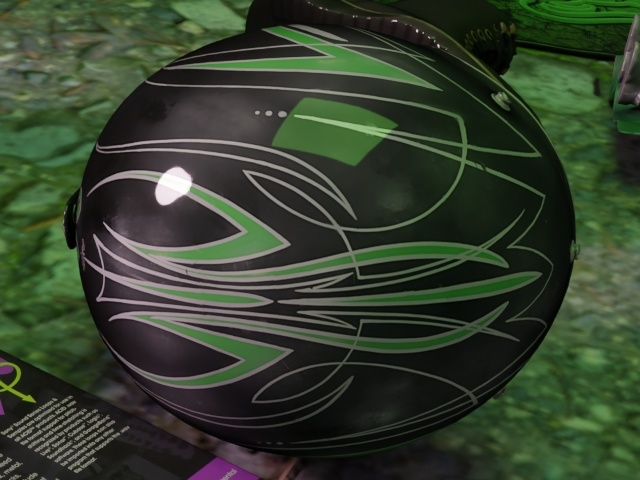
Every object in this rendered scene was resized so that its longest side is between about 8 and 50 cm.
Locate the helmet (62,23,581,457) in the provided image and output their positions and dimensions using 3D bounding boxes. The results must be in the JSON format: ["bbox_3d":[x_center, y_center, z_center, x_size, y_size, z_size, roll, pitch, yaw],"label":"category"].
[{"bbox_3d":[0.000,0.000,0.663,0.169,0.169,0.161,-6,16,-23],"label":"helmet"}]

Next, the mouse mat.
[{"bbox_3d":[0.114,-0.149,1.107,0.189,0.007,0.153,11,29,2],"label":"mouse mat"}]

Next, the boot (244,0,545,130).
[{"bbox_3d":[0.074,-0.085,0.925,0.137,0.077,0.198,-10,35,-38],"label":"boot"}]

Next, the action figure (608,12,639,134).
[{"bbox_3d":[0.267,-0.061,0.943,0.232,0.063,0.137,14,27,3],"label":"action figure"}]

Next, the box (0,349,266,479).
[{"bbox_3d":[-0.111,0.085,0.618,0.162,0.029,0.116,24,32,24],"label":"box"}]
